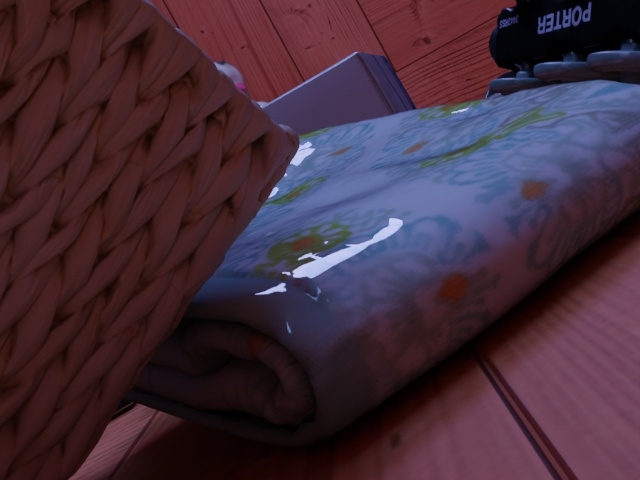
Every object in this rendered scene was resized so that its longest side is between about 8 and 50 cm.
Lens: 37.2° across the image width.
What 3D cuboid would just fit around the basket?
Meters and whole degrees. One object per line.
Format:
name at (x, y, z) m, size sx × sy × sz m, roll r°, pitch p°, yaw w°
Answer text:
basket at (-0.250, -0.025, 0.438) m, size 0.328 × 0.266 × 0.331 m, roll 30°, pitch 83°, yaw 45°

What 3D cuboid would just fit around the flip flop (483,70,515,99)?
flip flop at (0.322, -0.211, 1.449) m, size 0.277 × 0.112 × 0.080 m, roll -40°, pitch -16°, yaw -53°

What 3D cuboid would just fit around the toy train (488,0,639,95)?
toy train at (0.284, -0.193, 0.857) m, size 0.190 × 0.142 × 0.334 m, roll 2°, pitch 3°, yaw -17°

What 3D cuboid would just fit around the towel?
towel at (0.004, -0.005, 0.619) m, size 0.321 × 0.090 × 0.375 m, roll -33°, pitch 19°, yaw -31°

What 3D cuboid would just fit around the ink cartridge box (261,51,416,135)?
ink cartridge box at (0.024, -0.081, 1.083) m, size 0.198 × 0.197 × 0.270 m, roll -29°, pitch 4°, yaw 12°

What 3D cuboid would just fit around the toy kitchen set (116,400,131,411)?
toy kitchen set at (-0.176, 0.118, 0.836) m, size 0.166 × 0.122 × 0.207 m, roll -30°, pitch -16°, yaw -10°

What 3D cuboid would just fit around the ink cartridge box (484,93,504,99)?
ink cartridge box at (0.215, -0.122, 1.042) m, size 0.090 × 0.092 × 0.143 m, roll -26°, pitch 4°, yaw 43°

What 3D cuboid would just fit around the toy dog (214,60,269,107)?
toy dog at (-0.169, -0.149, 1.794) m, size 0.395 × 0.407 × 0.285 m, roll -25°, pitch 5°, yaw 42°
